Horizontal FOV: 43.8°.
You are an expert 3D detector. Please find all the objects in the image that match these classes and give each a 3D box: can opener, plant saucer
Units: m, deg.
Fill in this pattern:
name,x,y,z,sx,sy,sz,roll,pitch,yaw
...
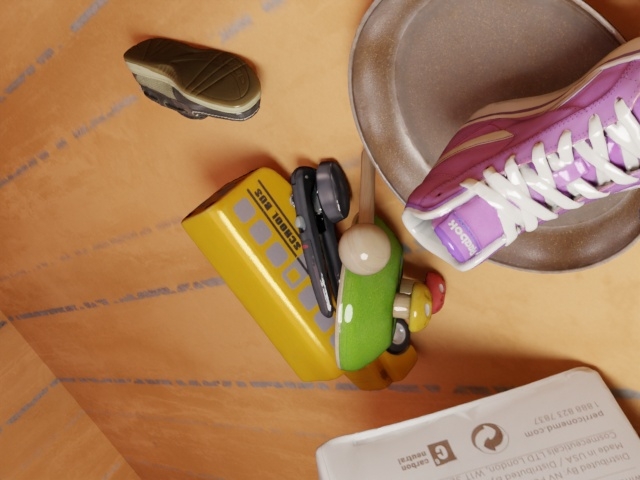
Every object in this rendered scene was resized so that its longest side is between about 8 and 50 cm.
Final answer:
name,x,y,z,sx,sy,sz,roll,pitch,yaw
can opener,0.000,0.000,0.946,0.073,0.059,0.186,2,99,63
plant saucer,0.163,-0.106,0.715,0.310,0.050,0.311,28,143,23

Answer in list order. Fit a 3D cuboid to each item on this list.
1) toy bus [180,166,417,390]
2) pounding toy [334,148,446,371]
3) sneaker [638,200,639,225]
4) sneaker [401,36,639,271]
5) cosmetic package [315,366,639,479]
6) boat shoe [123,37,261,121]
name,x,y,z,sx,sy,sz,roll,pitch,yaw
toy bus,-0.020,0.065,1.022,0.333,0.130,0.108,54,146,-13
pounding toy,0.085,0.043,0.884,0.110,0.183,0.237,7,133,9
sneaker,0.352,0.029,0.497,0.112,0.131,0.319,-65,28,21
sneaker,0.167,-0.042,0.566,0.102,0.161,0.282,51,153,-12
cosmetic package,0.198,0.413,0.872,0.394,0.329,0.327,86,167,-45
boat shoe,-0.147,-0.182,0.951,0.223,0.080,0.073,27,148,35
